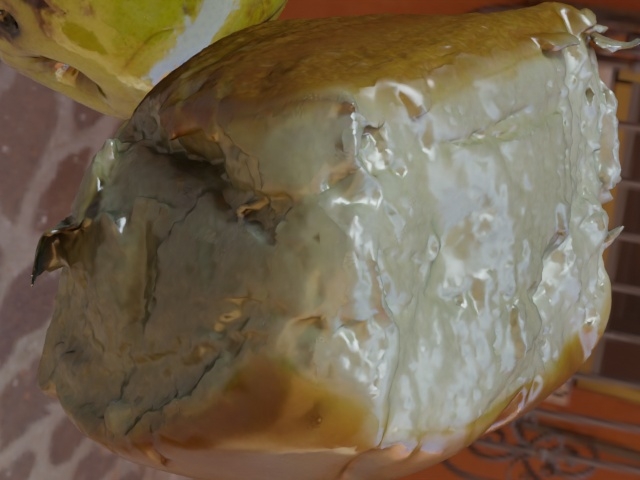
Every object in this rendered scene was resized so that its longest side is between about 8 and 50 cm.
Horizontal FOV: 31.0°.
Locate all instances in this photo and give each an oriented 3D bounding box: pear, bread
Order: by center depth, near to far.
[{"bbox_3d":[0.000,0.000,0.591,0.279,0.250,0.224,-18,107,-45],"label":"bread"},{"bbox_3d":[-0.148,-0.231,0.890,0.283,0.284,0.283,12,90,-71],"label":"pear"}]
